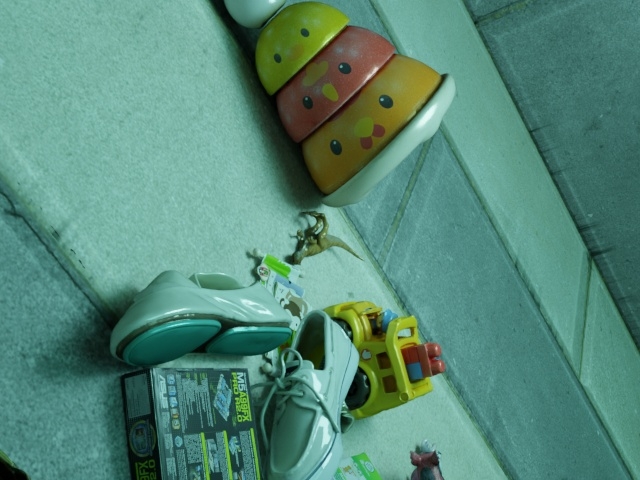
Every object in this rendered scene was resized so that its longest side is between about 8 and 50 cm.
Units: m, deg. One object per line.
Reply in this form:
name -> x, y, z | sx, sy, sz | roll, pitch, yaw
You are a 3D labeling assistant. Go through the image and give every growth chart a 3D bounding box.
growth chart -> -0.059, 0.143, 1.584 | 0.172, 0.021, 0.237 | 21, 58, -53

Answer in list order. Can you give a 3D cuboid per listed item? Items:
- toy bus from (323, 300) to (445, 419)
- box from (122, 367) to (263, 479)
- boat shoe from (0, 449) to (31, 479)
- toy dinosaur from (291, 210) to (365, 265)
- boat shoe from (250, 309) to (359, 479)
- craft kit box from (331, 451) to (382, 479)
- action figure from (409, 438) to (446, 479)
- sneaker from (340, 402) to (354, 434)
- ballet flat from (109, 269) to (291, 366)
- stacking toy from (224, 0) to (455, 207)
toy bus -> 0.128, 0.204, 1.667 | 0.149, 0.211, 0.220 | -3, 76, -57
box -> -0.172, 0.317, 1.275 | 0.216, 0.060, 0.270 | 12, 65, -56
boat shoe -> -0.355, 0.294, 0.950 | 0.307, 0.104, 0.111 | 56, 34, -25
toy dinosaur -> 0.000, 0.000, 1.732 | 0.211, 0.064, 0.112 | -13, 104, -50
boat shoe -> -0.032, 0.241, 1.430 | 0.156, 0.135, 0.367 | 59, 32, -27
craft kit box -> 0.061, 0.478, 1.474 | 0.246, 0.061, 0.250 | 6, 44, -54
action figure -> 0.242, 0.554, 1.739 | 0.275, 0.248, 0.370 | -42, 114, -28
sneaker -> 0.022, 0.303, 1.553 | 0.192, 0.086, 0.064 | -54, 139, -52
ballet flat -> -0.186, 0.107, 1.323 | 0.400, 0.139, 0.139 | 9, 67, -61
stacking toy -> -0.012, -0.330, 1.724 | 0.480, 0.350, 0.351 | 44, 37, -8
